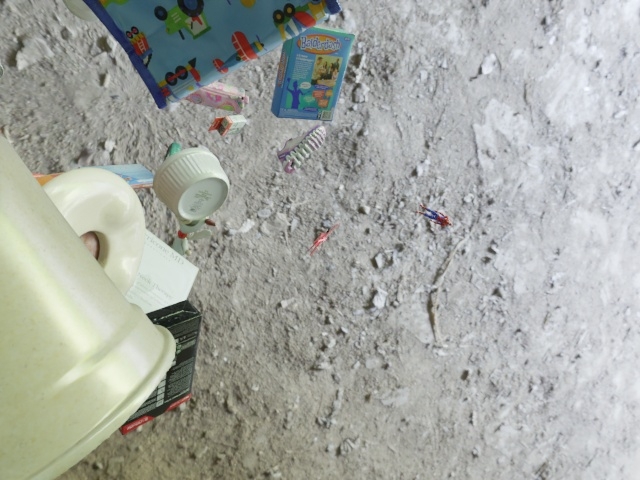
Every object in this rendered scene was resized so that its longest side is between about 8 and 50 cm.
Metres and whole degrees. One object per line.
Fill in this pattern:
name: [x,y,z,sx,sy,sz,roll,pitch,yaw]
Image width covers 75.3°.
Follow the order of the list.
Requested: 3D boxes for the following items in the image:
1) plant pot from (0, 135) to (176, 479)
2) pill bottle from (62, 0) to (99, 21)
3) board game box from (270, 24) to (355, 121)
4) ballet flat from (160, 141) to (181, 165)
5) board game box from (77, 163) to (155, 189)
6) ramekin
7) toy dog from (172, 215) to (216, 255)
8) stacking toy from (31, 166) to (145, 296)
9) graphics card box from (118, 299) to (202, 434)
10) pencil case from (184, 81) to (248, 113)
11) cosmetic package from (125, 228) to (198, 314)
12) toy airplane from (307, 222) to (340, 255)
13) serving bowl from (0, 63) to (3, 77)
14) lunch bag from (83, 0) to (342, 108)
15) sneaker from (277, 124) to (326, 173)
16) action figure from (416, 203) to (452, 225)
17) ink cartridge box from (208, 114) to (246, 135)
plant pot: [-0.378,0.066,0.442,0.333,0.334,0.306,-24,107,-16]
pill bottle: [-0.726,-0.768,1.304,0.146,0.264,0.146,-10,119,-19]
board game box: [-0.021,-0.394,0.983,0.160,0.047,0.210,-5,129,-31]
ballet flat: [-0.648,-0.332,1.787,0.074,0.074,0.203,23,53,-29]
board game box: [-0.778,-0.249,1.633,0.027,0.145,0.281,-61,164,24]
ramekin: [-0.365,-0.154,1.209,0.207,0.109,0.207,-34,156,-18]
toy dog: [-0.545,-0.042,1.820,0.161,0.334,0.220,36,59,6]
stacking toy: [-0.643,-0.020,0.822,0.479,0.350,0.351,16,102,8]
graphics card box: [-0.489,0.372,1.229,0.232,0.094,0.371,-17,133,-45]
pencil case: [-0.459,-0.632,1.785,0.283,0.124,0.124,8,103,-30]
cosmetic package: [-0.718,0.211,1.518,0.327,0.394,0.329,-36,116,23]
toy airplane: [0.000,0.000,1.279,0.028,0.151,0.151,40,87,-2]
serving bowl: [-1.077,-0.563,1.344,0.083,0.027,0.083,-15,146,-11]
lunch bag: [-0.104,-0.307,0.509,0.220,0.293,0.138,-22,120,15]
sneaker: [-0.084,-0.382,1.657,0.236,0.104,0.095,-44,152,1]
action figure: [0.346,-0.072,1.252,0.030,0.115,0.038,9,109,-62]
ink cartridge box: [-0.292,-0.360,1.306,0.029,0.063,0.115,53,39,6]
